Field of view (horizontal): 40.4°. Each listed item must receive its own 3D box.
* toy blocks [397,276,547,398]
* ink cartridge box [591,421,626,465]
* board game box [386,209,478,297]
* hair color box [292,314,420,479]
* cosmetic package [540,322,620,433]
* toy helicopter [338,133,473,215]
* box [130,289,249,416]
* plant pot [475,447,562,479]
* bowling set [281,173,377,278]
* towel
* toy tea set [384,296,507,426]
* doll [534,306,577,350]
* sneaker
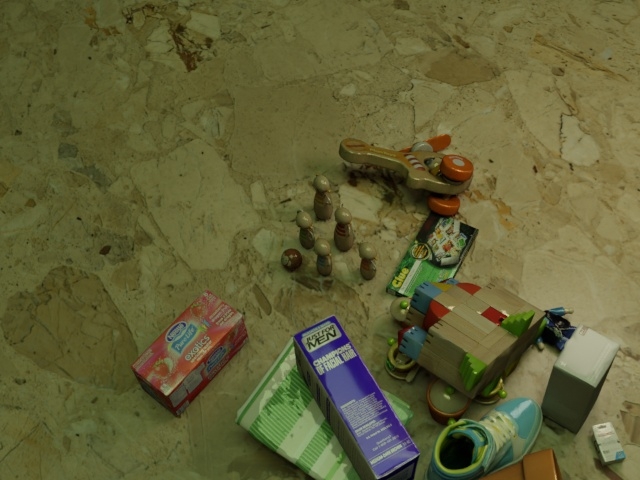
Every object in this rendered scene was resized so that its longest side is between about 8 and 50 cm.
[{"bbox_3d":[0.309,0.183,1.916,0.261,0.191,0.381,32,35,25],"label":"toy blocks"},{"bbox_3d":[0.623,0.442,1.891,0.048,0.028,0.083,-11,57,-4],"label":"ink cartridge box"},{"bbox_3d":[0.280,0.049,2.165,0.136,0.030,0.260,25,62,16],"label":"board game box"},{"bbox_3d":[0.069,0.340,1.772,0.110,0.185,0.339,-28,63,-14],"label":"hair color box"},{"bbox_3d":[0.551,0.298,1.864,0.107,0.238,0.127,30,64,20],"label":"cosmetic package"},{"bbox_3d":[0.224,-0.211,2.266,0.355,0.140,0.235,14,36,-1],"label":"toy helicopter"},{"bbox_3d":[-0.296,0.257,2.001,0.122,0.128,0.257,33,65,22],"label":"box"},{"bbox_3d":[0.386,0.567,1.692,0.203,0.291,0.291,-14,56,13],"label":"plant pot"},{"bbox_3d":[0.000,0.000,2.136,0.200,0.154,0.287,-30,60,-16],"label":"bowling set"},{"bbox_3d":[0.006,0.381,1.879,0.325,0.038,0.248,29,64,17],"label":"towel"},{"bbox_3d":[0.260,0.262,1.970,0.200,0.124,0.336,-36,63,-19],"label":"toy tea set"},{"bbox_3d":[0.558,0.208,2.036,0.189,0.046,0.129,30,73,27],"label":"doll"},{"bbox_3d":[0.356,0.412,1.819,0.319,0.208,0.127,-37,61,-19],"label":"sneaker"}]
